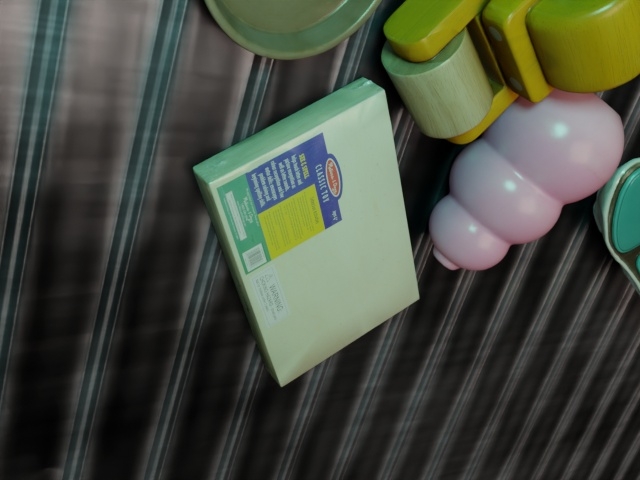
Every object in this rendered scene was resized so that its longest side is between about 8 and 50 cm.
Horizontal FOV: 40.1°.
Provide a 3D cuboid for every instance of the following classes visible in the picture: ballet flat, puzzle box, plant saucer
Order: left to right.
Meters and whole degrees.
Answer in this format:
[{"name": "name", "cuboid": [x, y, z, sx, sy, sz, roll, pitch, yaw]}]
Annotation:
[{"name": "plant saucer", "cuboid": [-0.023, -0.342, 0.993, 0.278, 0.041, 0.277, -20, 129, -26]}, {"name": "puzzle box", "cuboid": [0.000, 0.000, 1.248, 0.272, 0.052, 0.409, -30, 134, -17]}, {"name": "ballet flat", "cuboid": [0.573, -0.023, 1.624, 0.139, 0.139, 0.400, -43, 132, -5]}]

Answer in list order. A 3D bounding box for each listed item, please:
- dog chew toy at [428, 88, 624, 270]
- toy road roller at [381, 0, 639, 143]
[{"name": "dog chew toy", "cuboid": [0.291, -0.090, 1.312, 0.207, 0.206, 0.332, 23, 112, -45]}, {"name": "toy road roller", "cuboid": [0.268, -0.261, 1.131, 0.329, 0.240, 0.202, -43, 136, -4]}]
